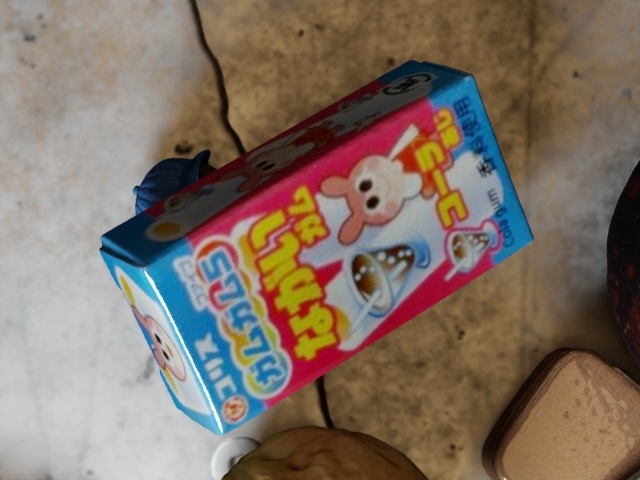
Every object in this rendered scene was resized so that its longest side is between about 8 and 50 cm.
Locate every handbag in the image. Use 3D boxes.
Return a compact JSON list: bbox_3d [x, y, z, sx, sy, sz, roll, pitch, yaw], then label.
[{"bbox_3d":[0.230,0.191,1.518,0.193,0.072,0.151,43,84,-5],"label":"handbag"}]

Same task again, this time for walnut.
[{"bbox_3d":[0.005,0.241,1.416,0.195,0.221,0.195,-7,104,-29],"label":"walnut"}]

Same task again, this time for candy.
[{"bbox_3d":[0.001,0.000,1.437,0.306,0.100,0.157,-30,114,-17],"label":"candy"}]

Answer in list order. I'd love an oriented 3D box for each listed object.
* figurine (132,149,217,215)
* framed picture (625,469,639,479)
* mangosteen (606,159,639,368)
[{"bbox_3d":[-0.074,-0.018,1.494,0.149,0.087,0.086,25,91,-21],"label":"figurine"},{"bbox_3d":[0.238,0.330,1.484,0.315,0.024,0.232,-37,100,7],"label":"framed picture"},{"bbox_3d":[0.373,0.020,1.451,0.300,0.300,0.300,0,87,-6],"label":"mangosteen"}]
